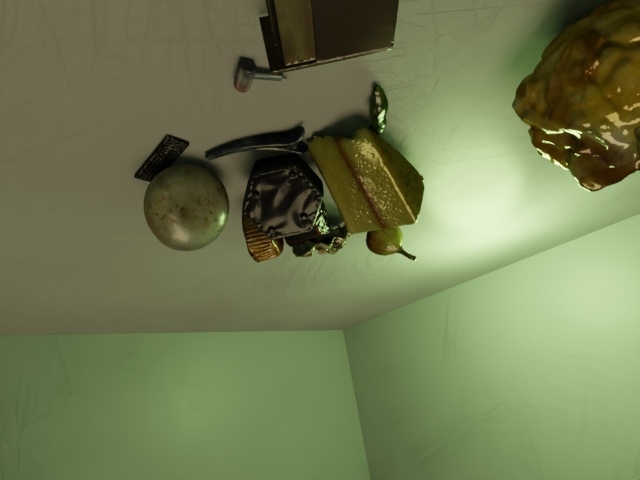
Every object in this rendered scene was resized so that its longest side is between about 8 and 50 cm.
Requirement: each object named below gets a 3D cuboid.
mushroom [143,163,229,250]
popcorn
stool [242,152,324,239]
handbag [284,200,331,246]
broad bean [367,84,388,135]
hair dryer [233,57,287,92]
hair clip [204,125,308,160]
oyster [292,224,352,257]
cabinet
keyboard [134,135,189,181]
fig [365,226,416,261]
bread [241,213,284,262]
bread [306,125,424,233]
[{"bbox_3d":[-0.389,-0.100,1.143,0.243,0.244,0.243,-9,157,-4],"label":"mushroom"},{"bbox_3d":[0.637,-0.329,0.873,0.390,0.344,0.354,-59,174,32],"label":"popcorn"},{"bbox_3d":[-0.103,-0.125,1.133,0.232,0.141,0.232,-2,115,-4],"label":"stool"},{"bbox_3d":[-0.062,-0.084,1.335,0.169,0.155,0.215,-15,151,4],"label":"handbag"},{"bbox_3d":[0.144,-0.314,1.027,0.061,0.046,0.195,-9,159,-11],"label":"broad bean"},{"bbox_3d":[-0.124,-0.347,0.860,0.114,0.037,0.063,-7,160,-27],"label":"hair dryer"},{"bbox_3d":[-0.173,-0.250,1.061,0.275,0.048,0.083,-6,159,2],"label":"hair clip"},{"bbox_3d":[0.000,0.002,1.536,0.237,0.115,0.351,-6,180,-8],"label":"oyster"},{"bbox_3d":[-0.001,-0.401,0.638,0.215,0.148,0.175,-14,157,-2],"label":"cabinet"},{"bbox_3d":[-0.423,-0.211,1.070,0.061,0.013,0.204,13,148,-44],"label":"keyboard"},{"bbox_3d":[0.297,-0.003,1.652,0.230,0.143,0.160,8,167,40],"label":"fig"},{"bbox_3d":[-0.187,-0.031,1.354,0.104,0.199,0.199,-14,157,9],"label":"bread"},{"bbox_3d":[0.140,-0.220,1.194,0.233,0.245,0.362,-9,131,31],"label":"bread"}]
